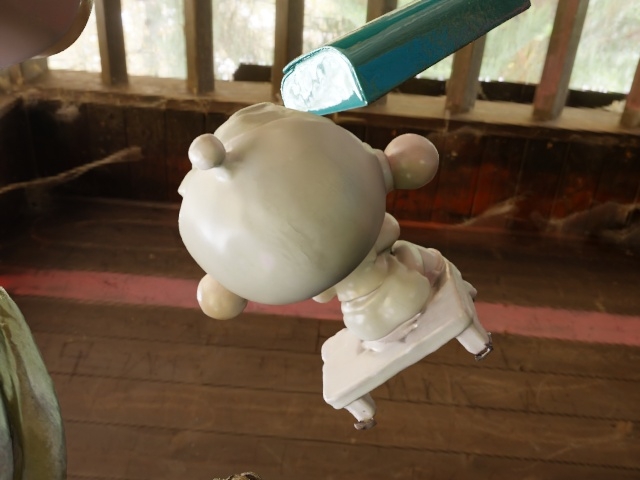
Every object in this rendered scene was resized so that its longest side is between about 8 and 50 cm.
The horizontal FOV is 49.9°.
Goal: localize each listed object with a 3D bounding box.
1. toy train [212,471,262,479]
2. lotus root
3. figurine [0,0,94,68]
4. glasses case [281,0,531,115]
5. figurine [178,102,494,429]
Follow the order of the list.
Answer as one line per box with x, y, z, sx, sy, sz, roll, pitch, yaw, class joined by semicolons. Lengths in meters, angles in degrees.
-0.070;0.427;1.003;0.225;0.090;0.137;13;-104;14;toy train
-0.294;0.103;0.519;0.140;0.158;0.322;-32;-122;2;lotus root
-0.141;-0.171;0.336;0.287;0.186;0.176;-31;-114;4;figurine
0.094;-0.220;0.733;0.301;0.070;0.117;-38;-157;-34;glasses case
-0.004;0.009;0.474;0.182;0.257;0.144;-22;-139;37;figurine
